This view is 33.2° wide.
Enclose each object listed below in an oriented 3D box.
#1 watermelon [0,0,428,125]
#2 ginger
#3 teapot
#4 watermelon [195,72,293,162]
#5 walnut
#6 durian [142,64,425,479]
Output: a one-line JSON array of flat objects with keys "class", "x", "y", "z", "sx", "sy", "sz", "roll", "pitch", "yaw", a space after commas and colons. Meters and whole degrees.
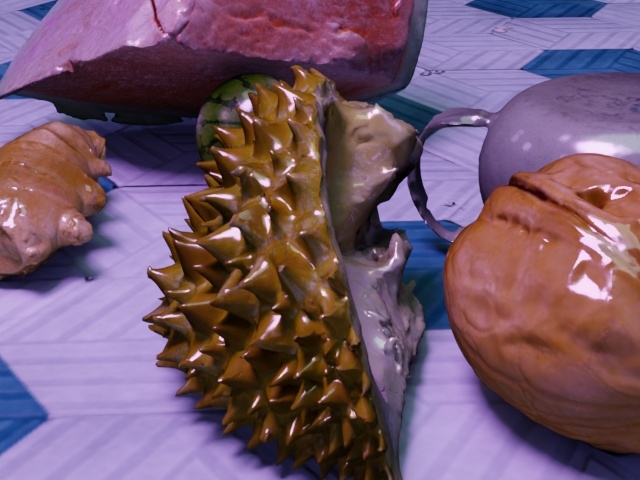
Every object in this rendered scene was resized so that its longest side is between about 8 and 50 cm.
[{"class": "watermelon", "x": -0.067, "y": -0.182, "z": 0.945, "sx": 0.292, "sy": 0.222, "sz": 0.319, "roll": -1, "pitch": 48, "yaw": 50}, {"class": "ginger", "x": -0.201, "y": -0.030, "z": 0.749, "sx": 0.115, "sy": 0.081, "sz": 0.205, "roll": -21, "pitch": 17, "yaw": 38}, {"class": "teapot", "x": 0.201, "y": -0.033, "z": 0.708, "sx": 0.294, "sy": 0.129, "sz": 0.193, "roll": 6, "pitch": 24, "yaw": 17}, {"class": "watermelon", "x": -0.051, "y": -0.085, "z": 0.847, "sx": 0.109, "sy": 0.109, "sz": 0.109, "roll": 0, "pitch": 25, "yaw": 0}, {"class": "walnut", "x": 0.141, "y": 0.030, "z": 0.558, "sx": 0.144, "sy": 0.144, "sz": 0.180, "roll": -11, "pitch": 35, "yaw": -22}, {"class": "durian", "x": 0.000, "y": 0.000, "z": 0.614, "sx": 0.166, "sy": 0.172, "sz": 0.306, "roll": 25, "pitch": 17, "yaw": -3}]
